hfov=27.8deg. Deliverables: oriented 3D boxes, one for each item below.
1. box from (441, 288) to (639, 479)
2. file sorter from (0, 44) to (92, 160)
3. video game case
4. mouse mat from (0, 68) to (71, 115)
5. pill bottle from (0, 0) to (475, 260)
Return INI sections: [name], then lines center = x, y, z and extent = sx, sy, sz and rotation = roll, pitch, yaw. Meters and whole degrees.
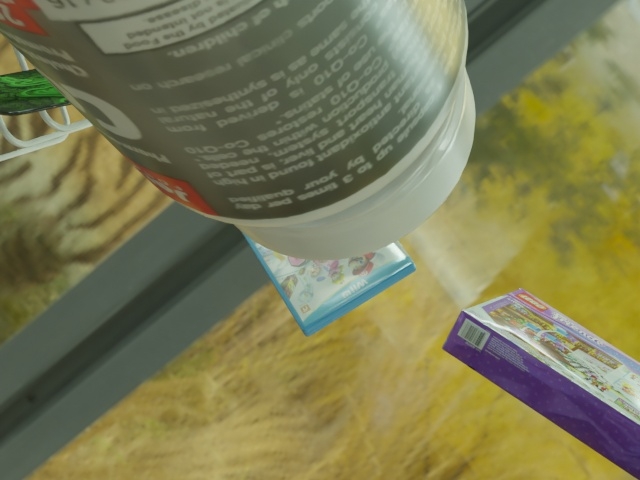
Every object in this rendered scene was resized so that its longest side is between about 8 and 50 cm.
[box]
center = 0.301, 0.163, 1.451
extent = 0.293, 0.057, 0.201
rotation = 34, 19, 21
[file sorter]
center = -0.270, -0.213, 1.421
extent = 0.193, 0.277, 0.173
rotation = -28, 99, -55
[video game case]
center = 0.000, 0.000, 1.219
extent = 0.166, 0.119, 0.015
rotation = 56, -4, 38
[mouse mat]
center = -0.217, -0.122, 1.018
extent = 0.152, 0.007, 0.189
rotation = -17, 21, -35
[pill bottle]
center = -0.033, -0.102, 0.501
extent = 0.161, 0.161, 0.283
rotation = 61, 4, 28
